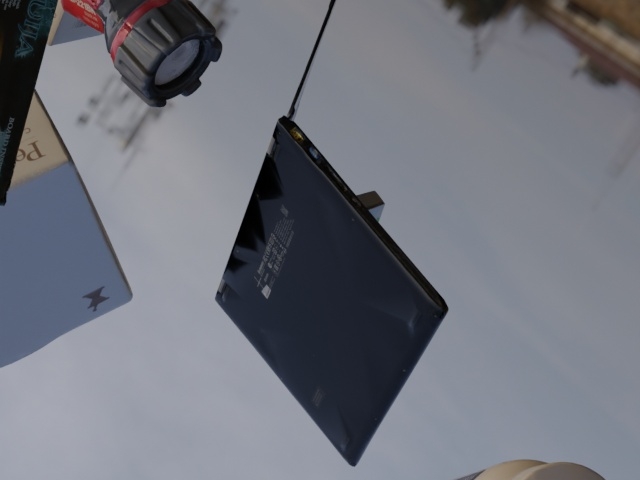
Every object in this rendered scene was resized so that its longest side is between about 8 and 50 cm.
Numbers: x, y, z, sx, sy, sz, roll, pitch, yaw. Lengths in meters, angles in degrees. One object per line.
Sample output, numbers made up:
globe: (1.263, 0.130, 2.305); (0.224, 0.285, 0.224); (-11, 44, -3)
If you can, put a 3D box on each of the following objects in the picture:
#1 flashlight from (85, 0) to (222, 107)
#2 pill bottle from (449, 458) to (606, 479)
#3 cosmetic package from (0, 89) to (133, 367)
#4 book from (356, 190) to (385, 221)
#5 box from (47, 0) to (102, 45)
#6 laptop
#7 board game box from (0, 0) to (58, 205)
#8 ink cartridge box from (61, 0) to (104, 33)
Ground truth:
flashlight: (-0.227, -0.260, 1.705); (0.103, 0.103, 0.304); (-31, -114, -33)
pill bottle: (0.169, 0.283, 1.606); (0.153, 0.153, 0.265); (32, 157, -9)
cosmetic package: (-0.488, -0.072, 2.225); (0.393, 0.329, 0.327); (57, 169, 33)
book: (0.000, 0.000, 2.032); (0.144, 0.096, 0.035); (-19, -125, -28)
box: (-0.387, -0.360, 2.437); (0.170, 0.091, 0.130); (36, -153, 15)
laptop: (0.036, -0.035, 1.927); (0.236, 0.382, 0.408); (-31, -109, -27)
board game box: (-0.240, -0.122, 1.167); (0.026, 0.186, 0.126); (16, -179, 36)
ink cartridge box: (-0.241, -0.426, 2.177); (0.197, 0.273, 0.114); (-28, -142, -26)
